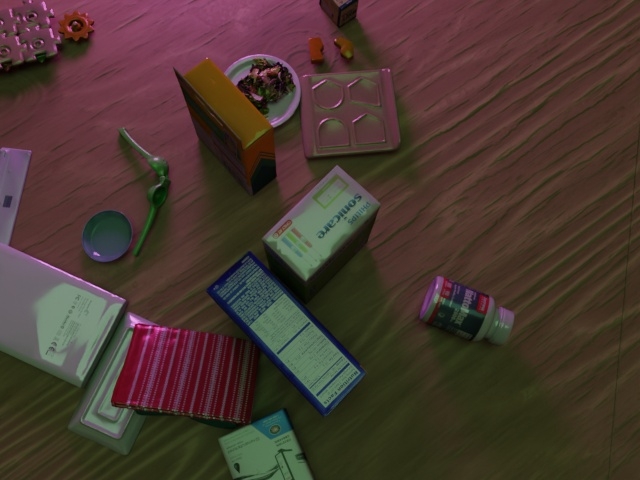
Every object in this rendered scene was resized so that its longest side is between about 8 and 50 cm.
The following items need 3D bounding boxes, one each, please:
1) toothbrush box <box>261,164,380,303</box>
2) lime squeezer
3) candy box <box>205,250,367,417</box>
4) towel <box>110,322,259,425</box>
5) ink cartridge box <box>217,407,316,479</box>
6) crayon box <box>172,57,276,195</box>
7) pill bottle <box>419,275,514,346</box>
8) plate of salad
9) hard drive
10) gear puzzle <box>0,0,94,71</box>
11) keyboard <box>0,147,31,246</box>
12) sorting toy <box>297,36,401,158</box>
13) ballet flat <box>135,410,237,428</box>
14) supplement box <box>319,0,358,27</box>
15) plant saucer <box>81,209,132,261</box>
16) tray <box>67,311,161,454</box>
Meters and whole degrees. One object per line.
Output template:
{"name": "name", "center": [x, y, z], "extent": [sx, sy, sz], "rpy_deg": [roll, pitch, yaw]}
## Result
{"name": "toothbrush box", "center": [0.000, 0.000, 1.283], "extent": [0.122, 0.283, 0.206], "rpy_deg": [43, 79, 8]}
{"name": "lime squeezer", "center": [-0.394, -0.125, 1.417], "extent": [0.110, 0.059, 0.310], "rpy_deg": [-9, 77, -5]}
{"name": "candy box", "center": [-0.059, 0.188, 1.241], "extent": [0.122, 0.268, 0.317], "rpy_deg": [-43, 82, -7]}
{"name": "towel", "center": [-0.268, 0.271, 1.280], "extent": [0.275, 0.031, 0.198], "rpy_deg": [10, 47, -8]}
{"name": "ink cartridge box", "center": [-0.099, 0.463, 1.264], "extent": [0.148, 0.086, 0.203], "rpy_deg": [-24, 77, -8]}
{"name": "crayon box", "center": [-0.189, -0.238, 1.314], "extent": [0.083, 0.323, 0.203], "rpy_deg": [-40, 81, -11]}
{"name": "pill bottle", "center": [0.315, 0.156, 1.345], "extent": [0.180, 0.108, 0.108], "rpy_deg": [21, 76, 3]}
{"name": "plate of salad", "center": [-0.146, -0.356, 1.484], "extent": [0.200, 0.048, 0.199], "rpy_deg": [0, 76, 2]}
{"name": "hard drive", "center": [-0.599, 0.158, 1.342], "extent": [0.308, 0.040, 0.203], "rpy_deg": [24, 77, 3]}
{"name": "gear puzzle", "center": [-0.715, -0.491, 1.509], "extent": [0.339, 0.044, 0.175], "rpy_deg": [-17, 75, -9]}
{"name": "keyboard", "center": [-0.719, -0.089, 1.420], "extent": [0.072, 0.014, 0.255], "rpy_deg": [8, 76, -6]}
{"name": "sorting toy", "center": [0.062, -0.346, 1.501], "extent": [0.229, 0.041, 0.307], "rpy_deg": [-6, 76, 1]}
{"name": "ballet flat", "center": [-0.272, 0.332, 1.296], "extent": [0.222, 0.077, 0.079], "rpy_deg": [12, 48, -10]}
{"name": "supplement box", "center": [0.045, -0.586, 1.533], "extent": [0.056, 0.083, 0.083], "rpy_deg": [-37, 81, -9]}
{"name": "plant saucer", "center": [-0.471, -0.009, 1.395], "extent": [0.119, 0.021, 0.119], "rpy_deg": [-2, 77, 8]}
{"name": "tray", "center": [-0.412, 0.298, 1.323], "extent": [0.145, 0.030, 0.270], "rpy_deg": [23, 76, 3]}
